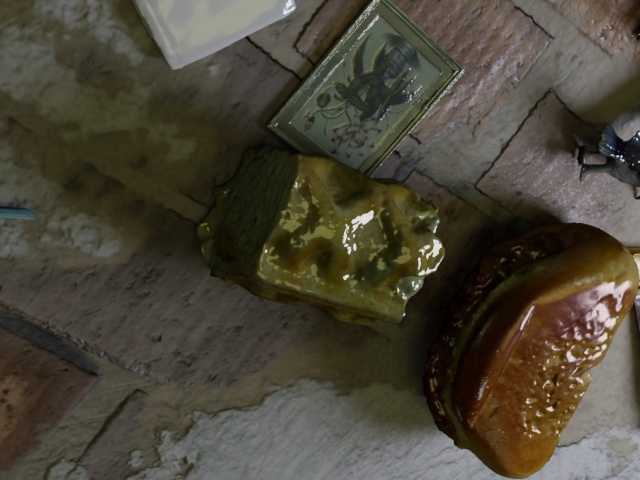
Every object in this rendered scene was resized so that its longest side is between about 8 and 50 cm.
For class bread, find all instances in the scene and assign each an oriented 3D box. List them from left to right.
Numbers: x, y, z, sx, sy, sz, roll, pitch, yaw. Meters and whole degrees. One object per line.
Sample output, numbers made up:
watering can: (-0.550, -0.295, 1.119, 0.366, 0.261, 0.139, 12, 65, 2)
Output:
bread: (0.003, -0.005, 1.234, 0.252, 0.239, 0.195, 24, 74, -29)

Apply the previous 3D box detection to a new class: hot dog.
hot dog: (0.280, 0.153, 1.394, 0.223, 0.185, 0.405, 13, 110, -24)

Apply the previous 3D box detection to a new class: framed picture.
framed picture: (0.061, -0.190, 1.265, 0.173, 0.010, 0.231, 35, 100, -28)

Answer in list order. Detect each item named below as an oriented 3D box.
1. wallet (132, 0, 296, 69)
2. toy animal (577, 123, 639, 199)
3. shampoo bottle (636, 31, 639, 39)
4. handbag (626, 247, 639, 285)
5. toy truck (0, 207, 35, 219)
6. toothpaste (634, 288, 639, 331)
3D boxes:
wallet: (-0.128, -0.295, 1.146, 0.183, 0.032, 0.124, -29, 119, -4)
toy animal: (0.453, -0.115, 1.372, 0.160, 0.197, 0.272, 6, 69, -3)
shampoo bottle: (0.519, -0.331, 1.316, 0.183, 0.050, 0.087, -43, 122, 6)
handbag: (0.513, 0.044, 1.506, 0.083, 0.027, 0.061, 4, 112, -20)
toy truck: (-0.427, -0.006, 1.179, 0.136, 0.063, 0.074, 3, 94, -22)
toothpaste: (0.587, 0.204, 1.587, 0.114, 0.073, 0.299, -17, 110, -10)
